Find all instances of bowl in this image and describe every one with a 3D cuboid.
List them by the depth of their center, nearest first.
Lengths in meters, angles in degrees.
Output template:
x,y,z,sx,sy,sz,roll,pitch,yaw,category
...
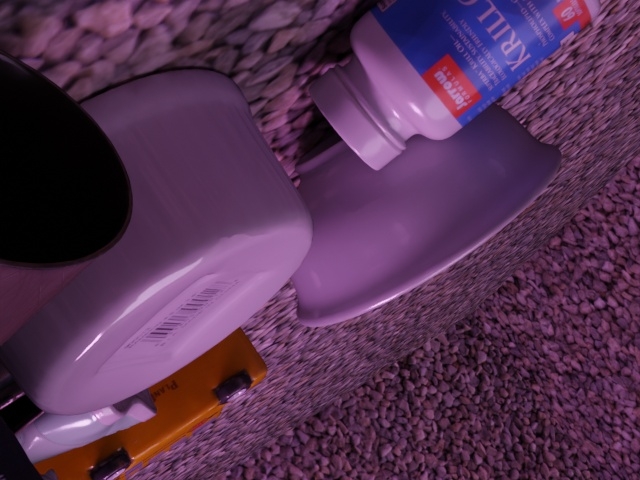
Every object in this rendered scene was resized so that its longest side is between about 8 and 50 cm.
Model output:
x,y,z,sx,sy,sz,roll,pitch,yaw,category
0.069,-0.055,0.992,0.298,0.134,0.298,-33,-171,6,bowl

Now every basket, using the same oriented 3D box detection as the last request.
x,y,z,sx,sy,sz,roll,pitch,yaw,category
-0.234,0.024,0.528,0.227,0.154,0.204,-43,179,19,basket

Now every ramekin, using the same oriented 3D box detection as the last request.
x,y,z,sx,sy,sz,roll,pitch,yaw,category
-0.137,0.012,0.792,0.277,0.135,0.277,-34,167,-9,ramekin

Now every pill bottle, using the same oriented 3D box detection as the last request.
x,y,z,sx,sy,sz,roll,pitch,yaw,category
0.103,-0.160,0.840,0.221,0.124,0.124,-40,166,11,pill bottle

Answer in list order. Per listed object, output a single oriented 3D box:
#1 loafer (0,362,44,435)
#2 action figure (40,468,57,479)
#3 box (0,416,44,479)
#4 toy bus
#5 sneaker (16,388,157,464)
x,y,z,sx,sy,sz,roll,pitch,yaw,category
-0.303,0.166,0.930,0.267,0.084,0.096,-48,164,8,loafer
-0.339,0.391,1.093,0.178,0.341,0.330,9,97,-36,action figure
-0.457,0.322,0.676,0.471,0.297,0.480,-28,164,-43,box
-0.232,0.226,1.317,0.332,0.108,0.130,-32,166,-19,toy bus
-0.274,0.182,1.138,0.151,0.094,0.256,-24,173,1,sneaker
